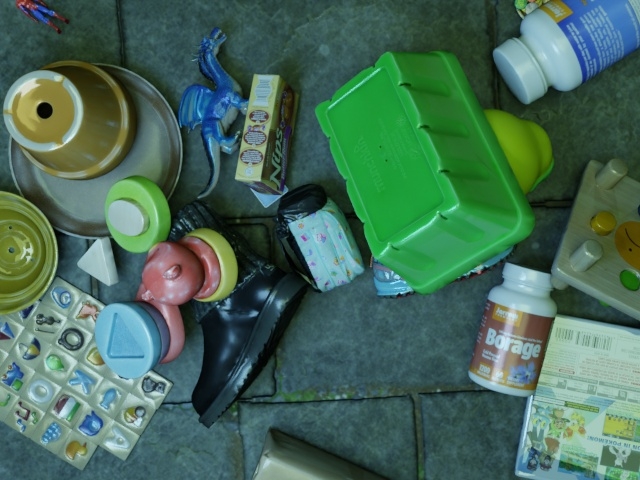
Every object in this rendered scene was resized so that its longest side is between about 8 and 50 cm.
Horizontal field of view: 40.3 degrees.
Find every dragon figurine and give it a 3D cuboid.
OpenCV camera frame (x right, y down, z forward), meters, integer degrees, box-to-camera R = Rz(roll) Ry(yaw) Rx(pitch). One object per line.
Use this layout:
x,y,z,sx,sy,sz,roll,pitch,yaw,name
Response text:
-0.199,-0.222,1.535,0.144,0.085,0.289,22,88,2,dragon figurine

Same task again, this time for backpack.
0.000,0.000,1.514,0.115,0.152,0.182,-22,105,15,backpack

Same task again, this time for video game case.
0.533,0.302,1.543,0.328,0.036,0.300,10,91,9,video game case

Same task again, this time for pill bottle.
0.438,-0.351,1.482,0.272,0.152,0.152,-32,91,2,pill bottle
0.340,0.152,1.519,0.121,0.121,0.216,13,95,1,pill bottle

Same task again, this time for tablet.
-0.103,-0.107,1.579,0.054,0.006,0.083,-37,90,3,tablet

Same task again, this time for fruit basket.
0.214,-0.122,1.461,0.283,0.392,0.392,-34,92,29,fruit basket

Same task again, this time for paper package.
-0.006,0.543,1.525,0.324,0.168,0.310,23,94,0,paper package

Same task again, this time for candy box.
-0.090,-0.180,1.505,0.053,0.109,0.187,6,81,19,candy box

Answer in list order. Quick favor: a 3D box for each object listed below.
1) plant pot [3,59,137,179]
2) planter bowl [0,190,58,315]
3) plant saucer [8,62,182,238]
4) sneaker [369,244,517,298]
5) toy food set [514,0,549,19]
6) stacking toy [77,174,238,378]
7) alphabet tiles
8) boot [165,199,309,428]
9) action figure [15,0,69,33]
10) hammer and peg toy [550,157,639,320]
-0.426,-0.204,1.443,0.205,0.188,0.205,0,93,1,plant pot
-0.562,0.020,1.552,0.217,0.090,0.217,0,94,0,planter bowl
-0.398,-0.158,1.562,0.310,0.050,0.311,0,92,1,plant saucer
0.213,0.016,1.530,0.261,0.104,0.125,-16,89,1,sneaker
0.387,-0.423,1.546,0.083,0.020,0.083,33,93,-1,toy food set
-0.314,0.061,1.427,0.279,0.130,0.309,46,123,15,stacking toy
-0.459,0.244,1.600,0.342,0.011,0.285,32,92,0,alphabet tiles
-0.199,0.129,1.526,0.260,0.131,0.348,33,108,10,boot
-0.507,-0.412,1.564,0.115,0.030,0.038,34,87,5,action figure
0.581,0.033,1.469,0.361,0.127,0.266,26,59,0,hammer and peg toy
